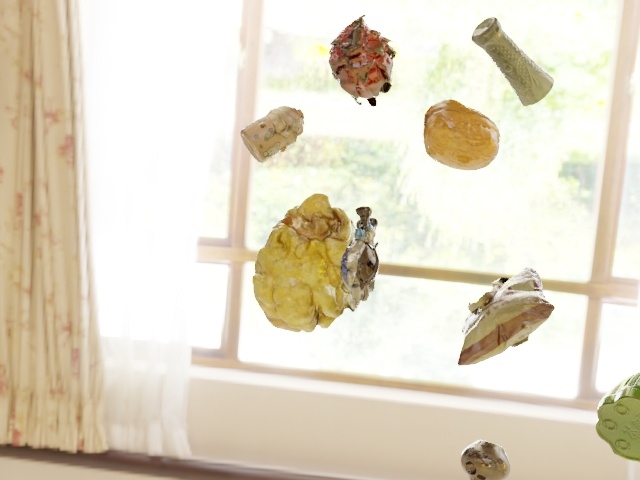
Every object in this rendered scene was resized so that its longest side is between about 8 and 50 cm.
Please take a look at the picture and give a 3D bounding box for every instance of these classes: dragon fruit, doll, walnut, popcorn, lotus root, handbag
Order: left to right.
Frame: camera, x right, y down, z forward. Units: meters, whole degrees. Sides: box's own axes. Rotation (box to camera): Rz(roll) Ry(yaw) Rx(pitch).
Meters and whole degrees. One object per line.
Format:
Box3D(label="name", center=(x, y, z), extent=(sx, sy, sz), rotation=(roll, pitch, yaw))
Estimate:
Box3D(label="popcorn", center=(-0.022, 0.047, 1.706), extent=(0.215, 0.252, 0.286), rotation=(2, -132, 27))
Box3D(label="doll", center=(0.073, 0.033, 1.455), extent=(0.070, 0.195, 0.096), rotation=(-9, 143, 27))
Box3D(label="dragon fruit", center=(0.105, -0.436, 2.027), extent=(0.188, 0.182, 0.182), rotation=(41, -173, -1))
Box3D(label="walnut", center=(0.298, -0.217, 1.753), extent=(0.180, 0.144, 0.144), rotation=(15, -178, -21))
Box3D(label="handbag", center=(0.359, 0.152, 1.650), extent=(0.127, 0.213, 0.235), rotation=(48, -165, -7))
Box3D(label="lotus root", center=(0.640, 0.314, 1.595), extent=(0.186, 0.186, 0.186), rotation=(5, -174, -1))

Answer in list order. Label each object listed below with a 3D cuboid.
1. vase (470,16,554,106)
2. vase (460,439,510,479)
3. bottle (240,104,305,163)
Box3D(label="vase", center=(0.444, -0.421, 1.935), extent=(0.219, 0.096, 0.096), rotation=(41, 170, -24))
Box3D(label="vase", center=(0.384, 0.578, 1.988), extent=(0.120, 0.183, 0.120), rotation=(18, 160, 7))
Box3D(label="bottle", center=(-0.097, -0.249, 1.871), extent=(0.152, 0.099, 0.099), rotation=(-33, -165, -10))
